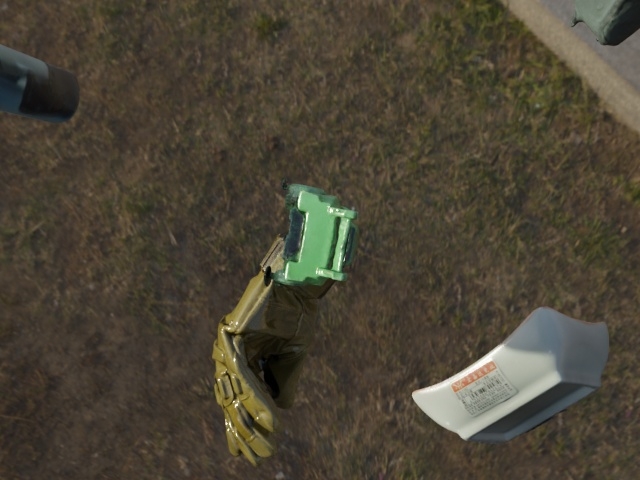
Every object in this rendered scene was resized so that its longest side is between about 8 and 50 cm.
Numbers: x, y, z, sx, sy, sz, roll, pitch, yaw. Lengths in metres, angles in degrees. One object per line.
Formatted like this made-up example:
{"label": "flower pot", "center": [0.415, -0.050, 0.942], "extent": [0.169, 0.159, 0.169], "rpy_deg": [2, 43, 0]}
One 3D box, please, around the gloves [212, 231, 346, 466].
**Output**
{"label": "gloves", "center": [-0.078, 0.151, 1.098], "extent": [0.141, 0.154, 0.331], "rpy_deg": [22, 99, -1]}

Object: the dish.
{"label": "dish", "center": [0.232, 0.170, 0.916], "extent": [0.212, 0.151, 0.077], "rpy_deg": [-42, 51, 32]}

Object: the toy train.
{"label": "toy train", "center": [0.000, 0.000, 0.723], "extent": [0.081, 0.149, 0.099], "rpy_deg": [10, 90, 11]}

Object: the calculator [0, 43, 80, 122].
{"label": "calculator", "center": [-0.295, -0.134, 0.574], "extent": [0.173, 0.293, 0.051], "rpy_deg": [13, 93, 8]}

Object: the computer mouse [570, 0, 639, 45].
{"label": "computer mouse", "center": [0.465, -0.436, 1.107], "extent": [0.122, 0.371, 0.188], "rpy_deg": [-4, 62, -17]}
